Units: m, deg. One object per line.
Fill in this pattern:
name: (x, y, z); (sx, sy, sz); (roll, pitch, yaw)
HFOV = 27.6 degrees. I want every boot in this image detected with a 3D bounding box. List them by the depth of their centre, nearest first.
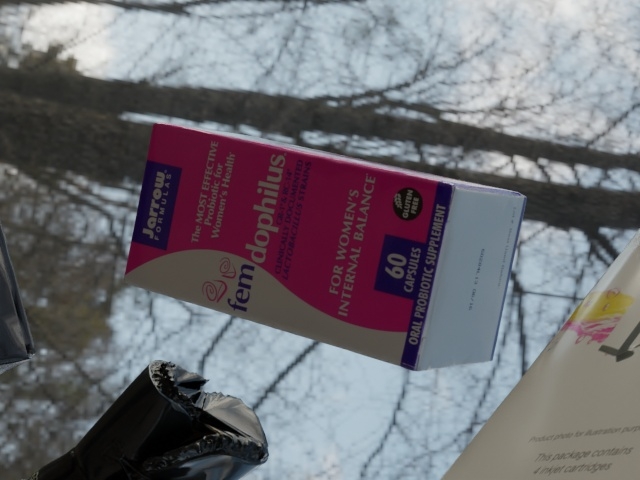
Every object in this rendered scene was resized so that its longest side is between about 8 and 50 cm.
boot: (-0.117, 0.234, 1.086); (0.207, 0.246, 0.094); (-38, -160, 14)

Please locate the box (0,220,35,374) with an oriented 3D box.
box: (-0.413, -0.030, 0.881); (0.097, 0.395, 0.318); (-27, -104, 40)

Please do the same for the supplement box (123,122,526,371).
supplement box: (0.000, 0.000, 0.826); (0.220, 0.114, 0.111); (14, -84, 31)

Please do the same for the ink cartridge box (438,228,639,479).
ink cartridge box: (0.170, 0.082, 0.417); (0.171, 0.232, 0.168); (48, -27, -9)
